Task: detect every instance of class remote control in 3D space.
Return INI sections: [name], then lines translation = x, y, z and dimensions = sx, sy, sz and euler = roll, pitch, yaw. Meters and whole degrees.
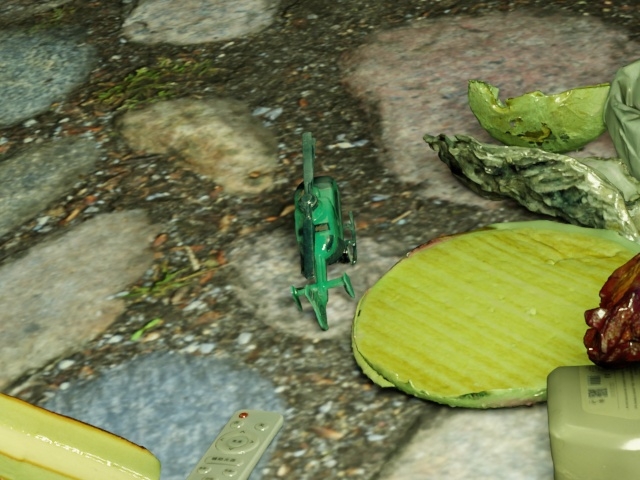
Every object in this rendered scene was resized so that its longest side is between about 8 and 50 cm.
[remote control]
translation = -0.084, 0.202, 1.533
dimensions = 0.050, 0.027, 0.184
euler = 4, 28, 21

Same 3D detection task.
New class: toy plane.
[toy plane]
translation = 0.000, 0.000, 1.787
dimensions = 0.060, 0.096, 0.235
euler = -10, 47, 7

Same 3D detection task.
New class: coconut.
[coconut]
translation = 0.240, -0.128, 1.907
dimensions = 0.158, 0.133, 0.055
euler = -6, 52, 21

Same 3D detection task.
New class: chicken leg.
[chicken leg]
translation = 0.332, 0.042, 1.496
dimensions = 0.158, 0.095, 0.407
euler = -4, 2, 40

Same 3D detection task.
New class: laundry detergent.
[laundry detergent]
translation = 0.312, 0.145, 1.432
dimensions = 0.253, 0.091, 0.181
euler = -6, 18, 8

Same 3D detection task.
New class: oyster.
[oyster]
translation = 0.224, -0.070, 1.834
dimensions = 0.252, 0.087, 0.199
euler = 21, 4, 5

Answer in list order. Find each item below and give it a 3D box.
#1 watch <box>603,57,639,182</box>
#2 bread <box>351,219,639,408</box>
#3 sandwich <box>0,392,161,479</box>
[watch]
translation = 0.425, -0.134, 1.820
dimensions = 0.241, 0.161, 0.253
euler = -31, 34, -24
[bread]
translation = 0.175, 0.071, 1.654
dimensions = 0.301, 0.045, 0.301
euler = -10, 29, 6
[sandwich]
translation = -0.243, 0.178, 1.506
dimensions = 0.187, 0.144, 0.117
euler = -8, 32, 6
